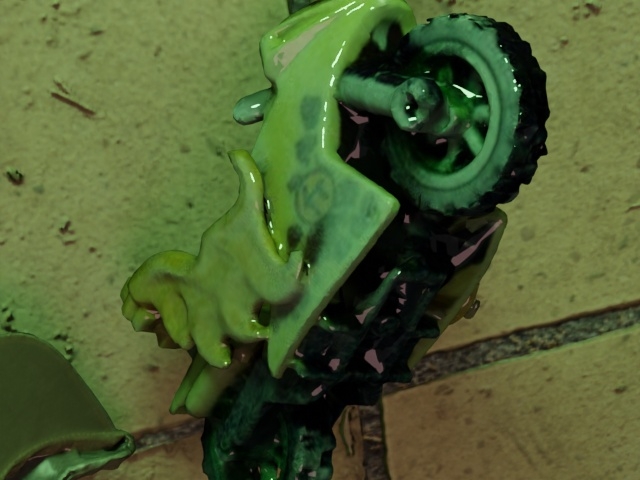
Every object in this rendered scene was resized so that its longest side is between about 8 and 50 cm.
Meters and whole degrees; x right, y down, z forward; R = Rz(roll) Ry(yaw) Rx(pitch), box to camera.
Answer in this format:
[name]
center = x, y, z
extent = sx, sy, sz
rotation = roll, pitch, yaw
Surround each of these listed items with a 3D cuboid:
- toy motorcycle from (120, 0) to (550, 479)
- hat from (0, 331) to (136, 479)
[toy motorcycle]
center = 0.000, 0.000, 1.079
extent = 0.169, 0.237, 0.410
rotation = 7, 124, -37
[hat]
center = -0.251, 0.186, 1.159
extent = 0.149, 0.214, 0.244
rotation = -8, 131, 35
